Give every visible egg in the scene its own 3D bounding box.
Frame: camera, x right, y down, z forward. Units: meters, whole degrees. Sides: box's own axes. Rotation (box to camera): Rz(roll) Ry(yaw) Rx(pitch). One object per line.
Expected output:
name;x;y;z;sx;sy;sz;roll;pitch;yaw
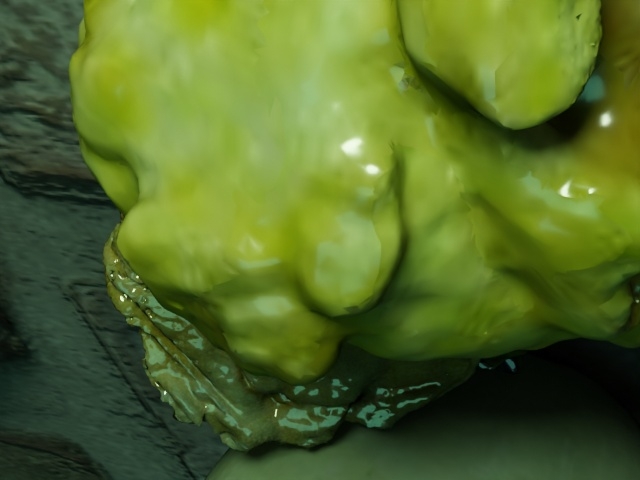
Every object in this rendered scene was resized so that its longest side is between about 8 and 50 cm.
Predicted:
egg;0.042;0.222;0.974;0.278;0.336;0.278;20;144;15

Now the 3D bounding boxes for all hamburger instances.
hamburger;0.000;0.000;0.882;0.206;0.130;0.183;-16;130;20

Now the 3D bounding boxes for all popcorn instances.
popcorn;0.058;-0.067;0.655;0.242;0.235;0.250;0;-179;40
